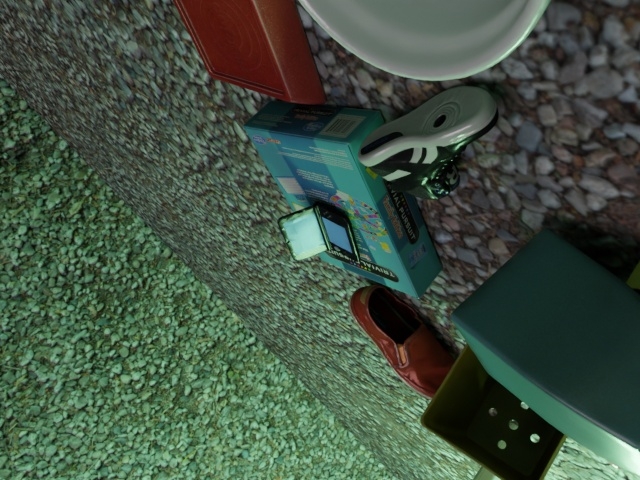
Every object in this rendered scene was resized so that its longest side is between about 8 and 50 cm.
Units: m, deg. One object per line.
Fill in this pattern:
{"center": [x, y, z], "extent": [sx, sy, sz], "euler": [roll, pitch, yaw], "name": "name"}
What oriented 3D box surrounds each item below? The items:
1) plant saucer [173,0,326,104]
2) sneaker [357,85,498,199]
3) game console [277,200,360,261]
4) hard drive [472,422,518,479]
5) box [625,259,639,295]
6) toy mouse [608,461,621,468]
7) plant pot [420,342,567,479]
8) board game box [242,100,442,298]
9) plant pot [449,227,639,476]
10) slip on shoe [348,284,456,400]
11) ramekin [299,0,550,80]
{"center": [-0.129, -0.321, 0.833], "extent": [0.259, 0.048, 0.258], "euler": [26, 153, 36], "name": "plant saucer"}
{"center": [0.157, -0.112, 0.703], "extent": [0.121, 0.079, 0.216], "euler": [35, 157, -26], "name": "sneaker"}
{"center": [0.000, 0.000, 0.953], "extent": [0.107, 0.071, 0.122], "euler": [29, 155, 32], "name": "game console"}
{"center": [0.372, 0.586, 1.296], "extent": [0.040, 0.307, 0.203], "euler": [30, 155, 33], "name": "hard drive"}
{"center": [0.442, 0.118, 0.635], "extent": [0.232, 0.058, 0.087], "euler": [51, 158, -18], "name": "box"}
{"center": [0.540, 0.380, 0.992], "extent": [0.143, 0.031, 0.161], "euler": [39, 159, 10], "name": "toy mouse"}
{"center": [0.341, 0.316, 1.013], "extent": [0.212, 0.212, 0.187], "euler": [28, 167, 35], "name": "plant pot"}
{"center": [0.043, -0.071, 0.954], "extent": [0.253, 0.079, 0.336], "euler": [20, 150, 45], "name": "board game box"}
{"center": [0.308, 0.136, 0.645], "extent": [0.166, 0.165, 0.234], "euler": [50, 177, -39], "name": "plant pot"}
{"center": [0.196, 0.223, 1.199], "extent": [0.331, 0.123, 0.101], "euler": [46, 155, 5], "name": "slip on shoe"}
{"center": [0.080, -0.276, 0.424], "extent": [0.277, 0.135, 0.277], "euler": [36, 157, 18], "name": "ramekin"}
